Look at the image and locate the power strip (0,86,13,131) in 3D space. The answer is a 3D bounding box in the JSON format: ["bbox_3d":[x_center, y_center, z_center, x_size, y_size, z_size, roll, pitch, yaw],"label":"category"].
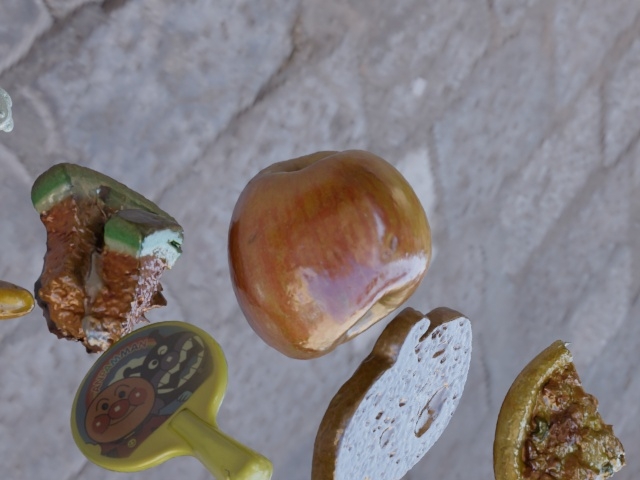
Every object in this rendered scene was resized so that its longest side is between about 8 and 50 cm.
[{"bbox_3d":[-0.346,-0.145,1.454,0.055,0.083,0.035,-28,179,-19],"label":"power strip"}]

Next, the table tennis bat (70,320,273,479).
[{"bbox_3d":[-0.185,0.222,1.793,0.224,0.368,0.054,-44,133,-13],"label":"table tennis bat"}]

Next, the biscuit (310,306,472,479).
[{"bbox_3d":[0.107,0.237,2.133,0.367,0.063,0.314,-34,137,-41],"label":"biscuit"}]

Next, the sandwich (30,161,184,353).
[{"bbox_3d":[-0.302,0.026,2.065,0.250,0.162,0.301,34,43,-33],"label":"sandwich"}]

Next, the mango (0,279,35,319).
[{"bbox_3d":[-0.427,0.079,1.850,0.079,0.114,0.057,-13,106,-78],"label":"mango"}]

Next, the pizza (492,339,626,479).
[{"bbox_3d":[0.333,0.279,1.941,0.058,0.197,0.292,131,-20,-68],"label":"pizza"}]

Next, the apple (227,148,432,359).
[{"bbox_3d":[0.000,0.000,1.947,0.301,0.301,0.301,-40,145,-36],"label":"apple"}]
